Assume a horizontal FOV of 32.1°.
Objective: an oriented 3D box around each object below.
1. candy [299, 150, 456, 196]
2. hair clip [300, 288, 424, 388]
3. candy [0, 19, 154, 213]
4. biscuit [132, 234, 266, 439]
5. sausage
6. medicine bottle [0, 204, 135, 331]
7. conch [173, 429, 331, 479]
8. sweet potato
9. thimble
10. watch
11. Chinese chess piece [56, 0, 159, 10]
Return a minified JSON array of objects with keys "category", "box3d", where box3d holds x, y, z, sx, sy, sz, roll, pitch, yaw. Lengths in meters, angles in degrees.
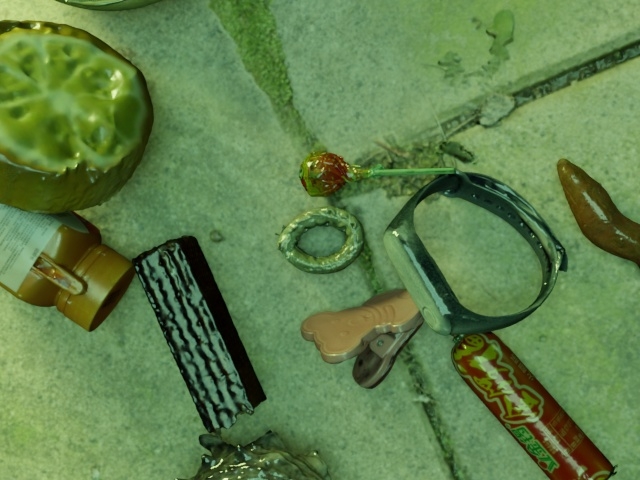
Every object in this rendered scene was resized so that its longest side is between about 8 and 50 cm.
[{"category":"candy","box3d":[0.067,-0.083,1.359,0.201,0.060,0.060,0,91,20]},{"category":"hair clip","box3d":[0.059,0.103,1.364,0.102,0.123,0.138,34,100,-26]},{"category":"candy","box3d":[-0.328,-0.150,1.321,0.260,0.260,0.118,34,137,3]},{"category":"biscuit","box3d":[-0.147,0.117,1.377,0.070,0.106,0.252,-23,89,6]},{"category":"sausage","box3d":[0.248,0.204,1.368,0.083,0.083,0.264,-42,87,4]},{"category":"medicine bottle","box3d":[-0.345,0.010,1.367,0.222,0.149,0.112,34,93,3]},{"category":"conch","box3d":[-0.064,0.376,1.358,0.241,0.186,0.312,-14,71,-2]},{"category":"sweet potato","box3d":[0.355,-0.019,1.364,0.202,0.058,0.055,45,51,-2]},{"category":"thimble","box3d":[0.000,0.000,1.385,0.110,0.062,0.084,-3,88,4]},{"category":"watch","box3d":[0.185,0.009,1.343,0.193,0.068,0.206,-27,77,-19]},{"category":"Chinese chess piece","box3d":[-0.259,-0.447,1.311,0.350,0.146,0.349,1,109,4]}]
